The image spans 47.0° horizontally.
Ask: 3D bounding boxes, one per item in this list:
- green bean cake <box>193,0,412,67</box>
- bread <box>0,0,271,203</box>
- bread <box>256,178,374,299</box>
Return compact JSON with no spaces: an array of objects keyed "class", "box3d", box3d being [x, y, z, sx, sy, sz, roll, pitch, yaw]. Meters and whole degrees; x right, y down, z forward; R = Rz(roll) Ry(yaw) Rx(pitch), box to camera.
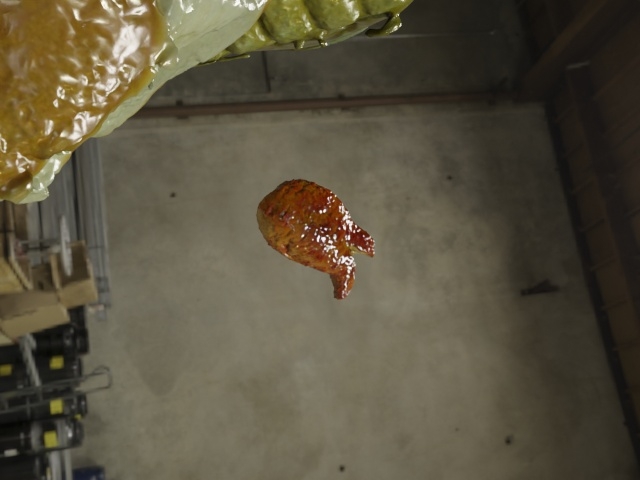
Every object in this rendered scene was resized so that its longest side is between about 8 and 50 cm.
[{"class":"green bean cake","box3d":[-0.029,-0.318,0.748,0.202,0.309,0.285,65,25,-52]},{"class":"bread","box3d":[-0.176,-0.168,0.432,0.250,0.279,0.225,55,7,-20]},{"class":"bread","box3d":[0.002,-0.009,1.256,0.139,0.269,0.095,-56,-147,-9]}]
